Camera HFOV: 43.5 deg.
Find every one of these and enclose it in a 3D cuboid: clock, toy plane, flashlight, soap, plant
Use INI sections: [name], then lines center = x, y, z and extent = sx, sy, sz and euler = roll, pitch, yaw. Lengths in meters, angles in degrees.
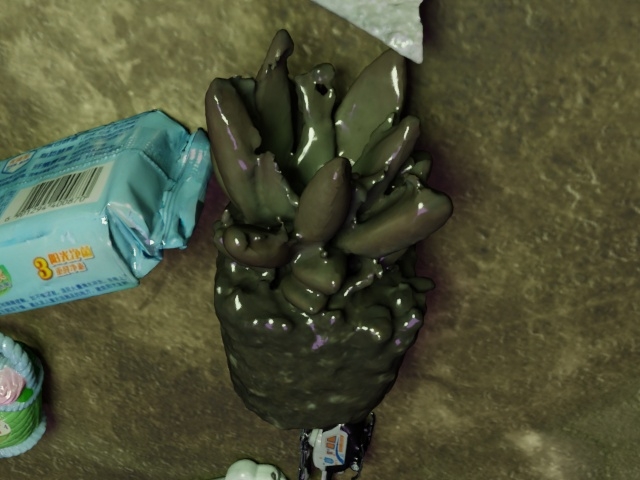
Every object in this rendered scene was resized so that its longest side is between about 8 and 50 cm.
[clock]
center = -0.401, 0.144, 0.870
extent = 0.193, 0.100, 0.196
euler = 4, 132, 2
[toy plane]
center = 0.012, 0.240, 0.908
extent = 0.078, 0.053, 0.197
euler = 15, 129, 8
[flashlight]
center = -0.132, 0.325, 0.999
extent = 0.200, 0.047, 0.093
euler = -21, 123, 23
[soap]
center = -0.228, -0.017, 0.670
extent = 0.293, 0.156, 0.077
euler = -13, 127, 20
[plant]
center = 0.000, 0.000, 0.643
extent = 0.181, 0.194, 0.321
euler = 1, 134, -7

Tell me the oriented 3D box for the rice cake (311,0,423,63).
[rice cake]
center = -0.071, -0.235, 0.520
extent = 0.365, 0.073, 0.056
euler = 29, 125, -13
